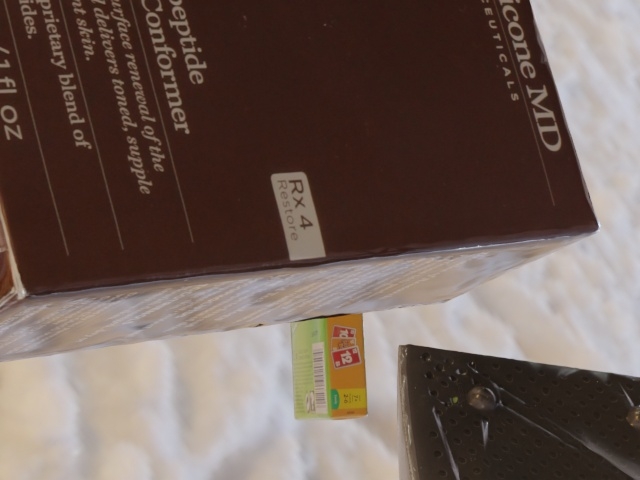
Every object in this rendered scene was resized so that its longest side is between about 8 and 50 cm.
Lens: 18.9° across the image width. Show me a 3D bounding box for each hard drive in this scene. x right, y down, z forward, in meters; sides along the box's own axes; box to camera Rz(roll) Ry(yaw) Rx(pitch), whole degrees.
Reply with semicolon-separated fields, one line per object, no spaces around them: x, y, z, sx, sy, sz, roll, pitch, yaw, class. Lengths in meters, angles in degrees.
0.119;0.155;0.840;0.172;0.054;0.255;9;38;-16;hard drive

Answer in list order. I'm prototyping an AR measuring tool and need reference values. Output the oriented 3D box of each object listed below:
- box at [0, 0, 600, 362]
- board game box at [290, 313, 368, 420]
-0.049;-0.056;0.952;0.381;0.143;0.191;-6;76;-45;box
0.000;0.000;1.396;0.124;0.039;0.259;157;-71;-76;board game box
